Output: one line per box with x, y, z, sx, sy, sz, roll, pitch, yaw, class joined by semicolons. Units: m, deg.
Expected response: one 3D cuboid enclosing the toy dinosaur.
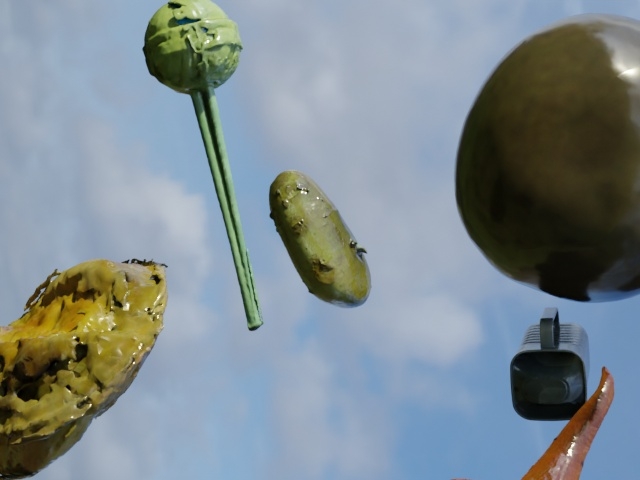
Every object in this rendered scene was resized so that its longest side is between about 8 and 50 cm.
0.215;0.302;1.903;0.097;0.208;0.432;113;-15;-61;toy dinosaur

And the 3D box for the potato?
0.000;0.000;2.141;0.188;0.085;0.105;60;15;-5;potato

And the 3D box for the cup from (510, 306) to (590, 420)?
0.293;0.150;2.281;0.129;0.095;0.128;-55;141;-70;cup

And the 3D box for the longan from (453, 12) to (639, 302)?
0.339;-0.104;2.240;0.361;0.361;0.361;173;-90;-77;longan

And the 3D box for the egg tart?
-0.267;0.112;1.767;0.132;0.297;0.297;43;1;-21;egg tart

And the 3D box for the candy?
-0.100;-0.076;1.748;0.092;0.093;0.336;-20;-99;58;candy
